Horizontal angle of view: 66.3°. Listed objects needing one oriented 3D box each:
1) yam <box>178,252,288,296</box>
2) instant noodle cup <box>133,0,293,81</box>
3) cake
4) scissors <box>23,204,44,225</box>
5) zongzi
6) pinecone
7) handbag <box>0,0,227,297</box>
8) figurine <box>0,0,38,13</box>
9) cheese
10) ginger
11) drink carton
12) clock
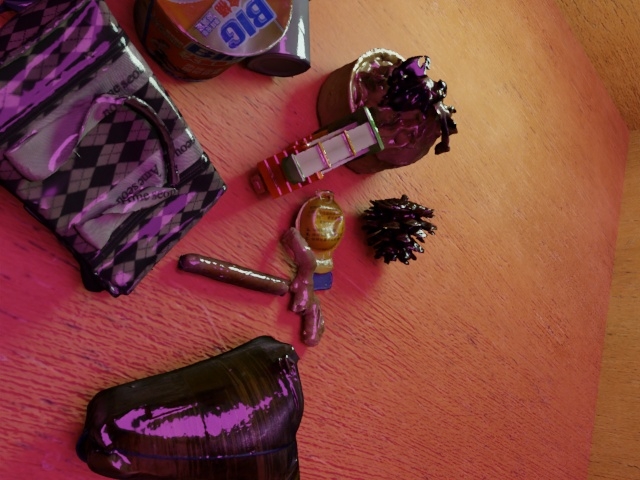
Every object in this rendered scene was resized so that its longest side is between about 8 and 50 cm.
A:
[{"bbox_3d":[-0.181,0.075,1.055,0.264,0.046,0.046,20,71,-37],"label":"yam"},{"bbox_3d":[-0.231,-0.462,0.972,0.297,0.214,0.296,5,81,-32],"label":"instant noodle cup"},{"bbox_3d":[0.203,-0.349,1.264,0.333,0.321,0.331,5,82,-40],"label":"cake"},{"bbox_3d":[-0.430,0.005,0.879,0.220,0.017,0.088,43,62,-26],"label":"scissors"},{"bbox_3d":[-0.207,0.428,0.901,0.404,0.208,0.431,-10,102,-35],"label":"zongzi"},{"bbox_3d":[0.207,-0.027,1.303,0.208,0.208,0.207,7,78,-39],"label":"pinecone"},{"bbox_3d":[-0.365,-0.134,0.787,0.316,0.180,0.416,-59,140,-29],"label":"handbag"},{"bbox_3d":[-0.454,-0.461,0.841,0.175,0.197,0.264,0,75,-82],"label":"figurine"},{"bbox_3d":[0.000,0.000,1.206,0.157,0.064,0.249,2,91,-37],"label":"cheese"},{"bbox_3d":[-0.041,0.111,1.152,0.089,0.075,0.287,-18,102,-29],"label":"ginger"},{"bbox_3d":[-0.102,-0.496,1.129,0.186,0.191,0.189,3,87,-41],"label":"drink carton"},{"bbox_3d":[-0.025,-0.191,1.123,0.255,0.220,0.106,-30,102,-31],"label":"clock"}]
